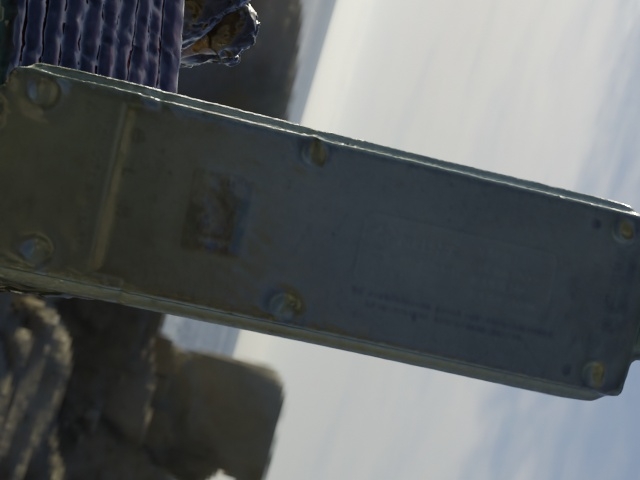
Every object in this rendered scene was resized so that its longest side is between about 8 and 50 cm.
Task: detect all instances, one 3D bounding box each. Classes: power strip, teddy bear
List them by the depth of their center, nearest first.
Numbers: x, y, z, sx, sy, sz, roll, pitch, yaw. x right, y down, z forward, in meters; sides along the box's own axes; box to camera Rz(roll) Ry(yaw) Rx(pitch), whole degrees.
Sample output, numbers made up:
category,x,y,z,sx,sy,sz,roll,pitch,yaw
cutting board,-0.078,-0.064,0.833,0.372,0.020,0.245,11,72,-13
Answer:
category,x,y,z,sx,sy,sz,roll,pitch,yaw
power strip,0.000,-0.001,0.526,0.052,0.272,0.078,-177,-81,-79
teddy bear,-0.133,-0.207,1.232,0.140,0.177,0.190,-51,166,2

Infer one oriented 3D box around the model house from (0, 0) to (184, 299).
category,x,y,z,sx,sy,sz,roll,pitch,yaw
model house,-0.190,-0.111,0.839,0.230,0.248,0.281,-23,-124,47
